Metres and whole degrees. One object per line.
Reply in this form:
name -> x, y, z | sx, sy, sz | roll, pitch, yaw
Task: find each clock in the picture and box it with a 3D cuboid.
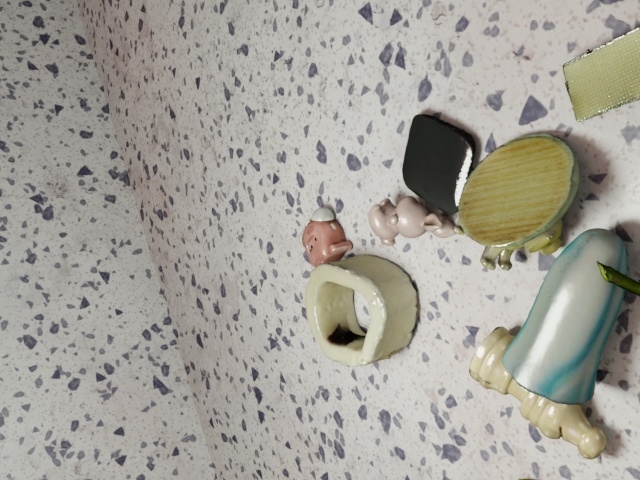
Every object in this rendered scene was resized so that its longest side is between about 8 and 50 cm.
clock -> 0.000, 0.000, 1.908 | 0.162, 0.092, 0.166 | 61, 141, 27

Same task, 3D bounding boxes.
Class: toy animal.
toy animal -> 0.232, -0.057, 1.581 | 0.212, 0.124, 0.124 | -3, 97, 32
toy animal -> 0.398, -0.024, 1.353 | 0.233, 0.121, 0.169 | 46, 117, 50

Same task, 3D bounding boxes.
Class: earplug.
earplug -> 0.492, 0.130, 1.228 | 0.185, 0.185, 0.324 | 37, 122, 42

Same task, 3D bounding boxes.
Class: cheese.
cheese -> 0.112, 0.196, 1.761 | 0.332, 0.153, 0.293 | 6, 104, 54

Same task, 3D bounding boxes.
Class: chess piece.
chess piece -> 0.470, 0.332, 1.362 | 0.307, 0.124, 0.139 | 41, 98, 35

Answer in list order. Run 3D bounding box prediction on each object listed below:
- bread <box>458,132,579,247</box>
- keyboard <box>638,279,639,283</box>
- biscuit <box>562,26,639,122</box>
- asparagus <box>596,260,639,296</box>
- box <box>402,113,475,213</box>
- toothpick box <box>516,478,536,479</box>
bread -> 0.395, -0.098, 1.285 | 0.267, 0.040, 0.267 | -30, 41, 31
keyboard -> 0.650, 0.087, 1.125 | 0.176, 0.014, 0.055 | -15, 84, 53
biscuit -> 0.537, -0.301, 1.148 | 0.199, 0.040, 0.121 | -18, 87, 55
asparagus -> 0.587, 0.098, 1.120 | 0.236, 0.034, 0.027 | 27, 94, 7
box -> 0.277, -0.184, 1.525 | 0.212, 0.042, 0.201 | 37, 127, 43
toothpick box -> 0.402, 0.648, 1.391 | 0.175, 0.271, 0.175 | 19, 114, 50
